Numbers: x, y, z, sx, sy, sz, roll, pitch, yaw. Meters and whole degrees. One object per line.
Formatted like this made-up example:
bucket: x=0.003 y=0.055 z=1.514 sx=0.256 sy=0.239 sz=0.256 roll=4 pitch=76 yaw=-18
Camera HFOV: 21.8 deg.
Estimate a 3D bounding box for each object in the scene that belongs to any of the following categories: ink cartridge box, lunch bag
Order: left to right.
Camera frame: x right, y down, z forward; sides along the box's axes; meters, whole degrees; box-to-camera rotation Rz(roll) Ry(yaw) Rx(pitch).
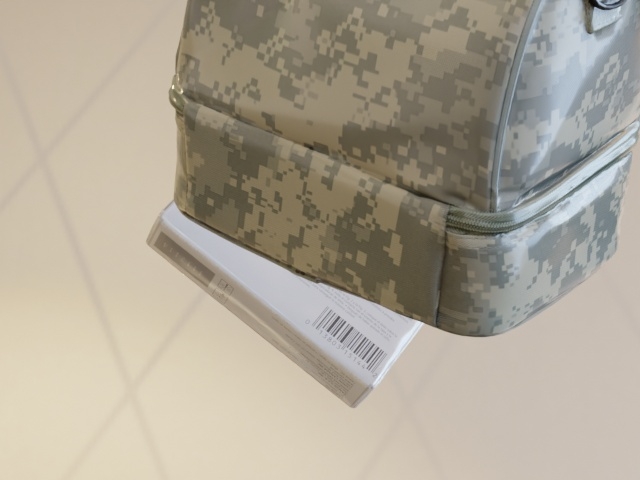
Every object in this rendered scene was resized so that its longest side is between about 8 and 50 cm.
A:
ink cartridge box: x=0.000 y=0.000 z=1.855 sx=0.296 sy=0.261 sz=0.066 roll=39 pitch=-35 yaw=3
lunch bag: x=0.061 y=-0.114 z=1.084 sx=0.305 sy=0.213 sz=0.256 roll=26 pitch=-50 yaw=34
